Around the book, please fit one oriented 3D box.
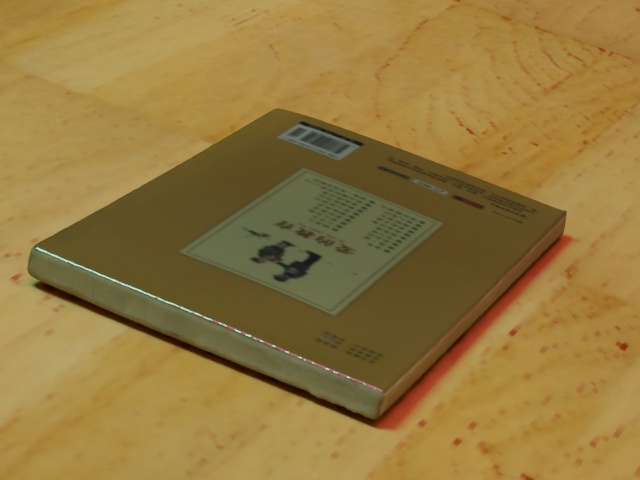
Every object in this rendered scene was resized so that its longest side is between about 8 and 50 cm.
[{"bbox_3d":[0.000,0.000,0.632,0.118,0.012,0.172,21,26,18],"label":"book"}]
